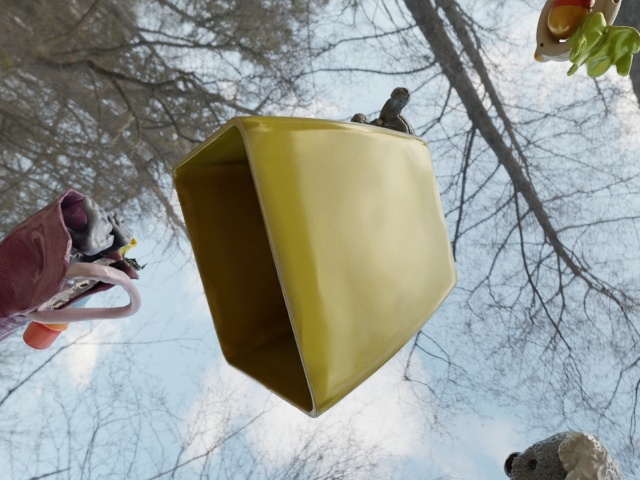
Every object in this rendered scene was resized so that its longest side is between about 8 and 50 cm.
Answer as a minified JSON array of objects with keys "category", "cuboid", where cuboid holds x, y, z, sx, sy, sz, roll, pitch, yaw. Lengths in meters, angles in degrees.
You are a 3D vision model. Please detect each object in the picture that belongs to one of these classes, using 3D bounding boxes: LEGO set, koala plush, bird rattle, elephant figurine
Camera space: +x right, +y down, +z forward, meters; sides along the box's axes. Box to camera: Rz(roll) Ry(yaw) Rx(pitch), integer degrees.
[{"category":"LEGO set","cuboid":[-0.357,0.043,0.866,0.083,0.054,0.023,-8,-139,29]},{"category":"koala plush","cuboid":[0.280,0.328,0.551,0.203,0.196,0.221,22,-102,41]},{"category":"bird rattle","cuboid":[0.460,-0.411,0.821,0.207,0.143,0.253,-156,-113,-67]},{"category":"elephant figurine","cuboid":[0.152,-0.217,1.057,0.239,0.186,0.169,11,-96,58]}]

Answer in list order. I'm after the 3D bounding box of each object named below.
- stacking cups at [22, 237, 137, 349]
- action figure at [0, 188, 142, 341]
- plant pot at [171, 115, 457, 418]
[{"category":"stacking cups","cuboid":[-0.542,0.102,1.036,0.316,0.096,0.096,-50,-131,1]},{"category":"action figure","cuboid":[-0.430,0.090,0.643,0.370,0.248,0.275,-32,-124,-11]},{"category":"plant pot","cuboid":[0.000,0.000,0.442,0.212,0.187,0.212,-4,-78,61]}]
